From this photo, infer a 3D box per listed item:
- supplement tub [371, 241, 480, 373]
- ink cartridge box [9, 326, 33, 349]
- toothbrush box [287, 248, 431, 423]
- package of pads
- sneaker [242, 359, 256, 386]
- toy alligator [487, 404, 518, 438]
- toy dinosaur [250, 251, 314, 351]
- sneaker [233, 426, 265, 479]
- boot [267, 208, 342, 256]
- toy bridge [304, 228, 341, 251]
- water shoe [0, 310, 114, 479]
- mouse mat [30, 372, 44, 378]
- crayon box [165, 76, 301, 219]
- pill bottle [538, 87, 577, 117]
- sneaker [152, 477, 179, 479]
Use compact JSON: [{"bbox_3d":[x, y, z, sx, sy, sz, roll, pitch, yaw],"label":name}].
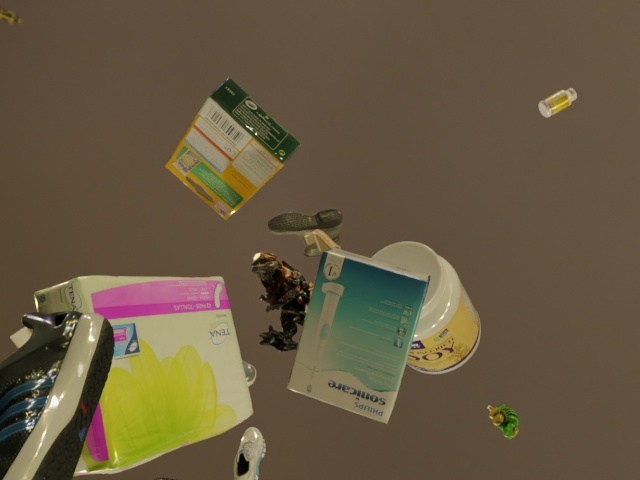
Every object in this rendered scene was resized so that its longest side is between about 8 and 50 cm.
[{"bbox_3d":[0.255,0.173,1.446,0.241,0.331,0.241,-16,-128,21],"label":"supplement tub"},{"bbox_3d":[-0.705,0.270,1.445,0.092,0.090,0.143,35,-33,25],"label":"ink cartridge box"},{"bbox_3d":[0.081,0.186,1.165,0.217,0.126,0.295,15,-86,13],"label":"toothbrush box"},{"bbox_3d":[-0.216,0.167,0.764,0.101,0.297,0.229,-18,-100,23],"label":"package of pads"},{"bbox_3d":[-0.296,0.287,1.497,0.123,0.296,0.178,-88,-162,-49],"label":"sneaker"},{"bbox_3d":[0.446,0.424,1.388,0.056,0.190,0.051,39,-84,1],"label":"toy alligator"},{"bbox_3d":[-0.046,0.161,1.443,0.164,0.322,0.218,-56,-164,34],"label":"toy dinosaur"},{"bbox_3d":[-0.195,0.575,1.532,0.072,0.082,0.190,-9,-144,7],"label":"sneaker"},{"bbox_3d":[-0.044,-0.007,1.832,0.083,0.247,0.161,-109,-163,-48],"label":"boot"},{"bbox_3d":[0.000,0.000,1.647,0.188,0.026,0.063,26,-39,58],"label":"toy bridge"},{"bbox_3d":[-0.220,0.139,0.423,0.203,0.080,0.072,-84,-179,-51],"label":"water shoe"},{"bbox_3d":[-0.384,0.169,0.968,0.190,0.007,0.152,-1,-121,4],"label":"mouse mat"},{"bbox_3d":[-0.208,-0.194,1.292,0.323,0.203,0.083,-33,-162,53],"label":"crayon box"},{"bbox_3d":[0.578,-0.337,1.390,0.083,0.043,0.043,-29,-119,0],"label":"pill bottle"},{"bbox_3d":[-0.260,0.505,0.958,0.281,0.107,0.162,121,-22,-51],"label":"sneaker"}]
